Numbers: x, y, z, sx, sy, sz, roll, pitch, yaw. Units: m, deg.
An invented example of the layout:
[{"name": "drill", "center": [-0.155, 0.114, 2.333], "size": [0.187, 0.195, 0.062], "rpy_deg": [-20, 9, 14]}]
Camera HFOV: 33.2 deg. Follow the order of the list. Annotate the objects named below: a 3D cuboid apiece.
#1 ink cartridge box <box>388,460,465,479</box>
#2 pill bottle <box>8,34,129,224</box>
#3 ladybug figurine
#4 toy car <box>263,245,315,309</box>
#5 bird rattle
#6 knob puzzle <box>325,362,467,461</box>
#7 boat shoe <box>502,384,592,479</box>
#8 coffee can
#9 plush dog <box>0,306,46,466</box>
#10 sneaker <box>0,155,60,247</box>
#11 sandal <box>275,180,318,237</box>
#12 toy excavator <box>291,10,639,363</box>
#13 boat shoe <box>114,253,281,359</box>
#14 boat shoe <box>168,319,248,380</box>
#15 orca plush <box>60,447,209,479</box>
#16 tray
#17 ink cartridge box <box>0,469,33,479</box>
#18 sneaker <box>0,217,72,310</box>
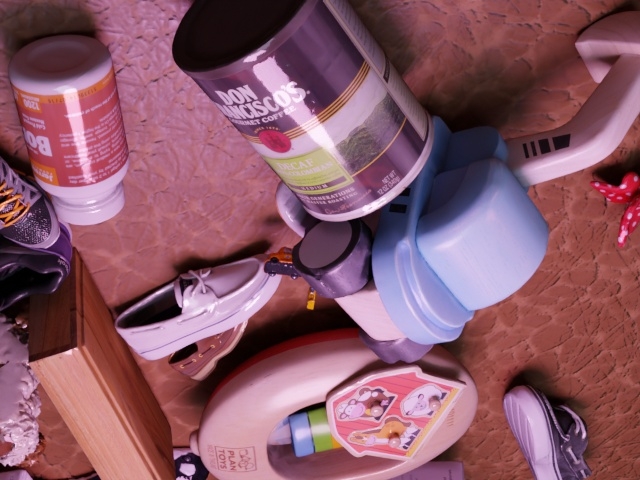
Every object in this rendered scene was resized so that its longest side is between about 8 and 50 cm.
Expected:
[{"name": "ink cartridge box", "center": [0.057, 0.535, 1.839], "size": [0.384, 0.160, 0.279], "rpy_deg": [-2, 118, 5]}, {"name": "pill bottle", "center": [-0.299, -0.130, 1.310], "size": [0.121, 0.121, 0.216], "rpy_deg": [-8, 130, -7]}, {"name": "ladybug figurine", "center": [0.016, 0.254, 1.675], "size": [0.449, 0.162, 0.305], "rpy_deg": [-8, 129, -8]}, {"name": "toy car", "center": [-0.043, 0.049, 1.514], "size": [0.060, 0.040, 0.122], "rpy_deg": [-3, 144, 9]}, {"name": "bird rattle", "center": [0.531, -0.092, 1.547], "size": [0.207, 0.143, 0.253], "rpy_deg": [0, 134, -34]}, {"name": "knob puzzle", "center": [0.096, 0.257, 1.572], "size": [0.213, 0.030, 0.213], "rpy_deg": [-7, 129, -8]}, {"name": "boat shoe", "center": [0.406, 0.337, 1.885], "size": [0.119, 0.121, 0.335], "rpy_deg": [-28, 141, -1]}, {"name": "coffee can", "center": [-0.014, -0.184, 1.283], "size": [0.201, 0.201, 0.275], "rpy_deg": [-32, 129, 13]}, {"name": "plush dog", "center": [-0.477, 0.209, 1.529], "size": [0.262, 0.210, 0.225], "rpy_deg": [35, 136, 7]}, {"name": "sneaker", "center": [-0.409, -0.066, 1.330], "size": [0.084, 0.083, 0.215], "rpy_deg": [-42, 114, 1]}, {"name": "sandal", "center": [0.001, -0.010, 1.502], "size": [0.076, 0.102, 0.265], "rpy_deg": [-11, 146, 34]}, {"name": "toy excavator", "center": [0.237, -0.075, 1.397], "size": [0.445, 0.433, 0.222], "rpy_deg": [-10, 137, 33]}, {"name": "boat shoe", "center": [-0.177, 0.087, 1.535], "size": [0.258, 0.095, 0.084], "rpy_deg": [-32, 133, 11]}, {"name": "boat shoe", "center": [-0.165, 0.142, 1.603], "size": [0.060, 0.064, 0.178], "rpy_deg": [21, 123, -30]}, {"name": "orca plush", "center": [-0.320, 0.416, 1.765], "size": [0.287, 0.102, 0.151], "rpy_deg": [1, 128, -14]}, {"name": "tray", "center": [-0.303, 0.229, 1.550], "size": [0.076, 0.203, 0.411], "rpy_deg": [-16, 131, 0]}, {"name": "ink cartridge box", "center": [-0.549, 0.501, 1.771], "size": [0.261, 0.066, 0.296], "rpy_deg": [-10, 132, 10]}, {"name": "sneaker", "center": [-0.469, 0.045, 1.410], "size": [0.283, 0.124, 0.107], "rpy_deg": [-16, 130, 0]}]
